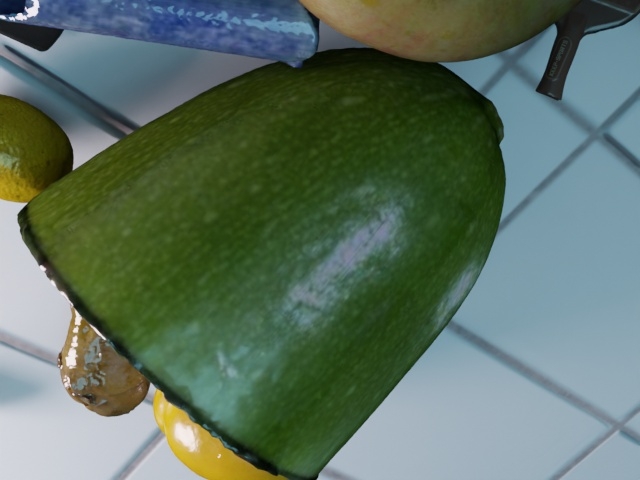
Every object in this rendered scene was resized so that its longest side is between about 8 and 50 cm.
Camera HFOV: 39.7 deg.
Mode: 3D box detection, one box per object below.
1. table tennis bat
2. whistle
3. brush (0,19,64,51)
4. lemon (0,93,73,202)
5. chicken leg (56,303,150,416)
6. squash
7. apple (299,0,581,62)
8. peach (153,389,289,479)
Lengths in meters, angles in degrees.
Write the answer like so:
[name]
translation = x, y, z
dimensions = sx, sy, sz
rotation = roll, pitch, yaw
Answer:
[table tennis bat]
translation = 0.218, -0.204, 0.774
dimensions = 0.107, 0.119, 0.170
rotation = 19, 96, 3
[whistle]
translation = -0.150, -0.171, 0.607
dimensions = 0.304, 0.062, 0.062
rotation = 8, 123, -4
[brush]
translation = -0.274, -0.202, 0.639
dimensions = 0.193, 0.016, 0.063
rotation = 23, 116, -28
[lemon]
translation = -0.248, -0.073, 0.696
dimensions = 0.110, 0.082, 0.082
rotation = 29, 113, -29
[chicken leg]
translation = -0.208, 0.084, 0.829
dimensions = 0.085, 0.069, 0.198
rotation = -9, 119, -11
[squash]
translation = -0.011, -0.030, 0.678
dimensions = 0.309, 0.310, 0.310
rotation = -47, 124, 2
[apple]
translation = 0.076, -0.250, 0.563
dimensions = 0.256, 0.234, 0.257
rotation = -6, 127, -7
[peach]
translation = -0.073, 0.167, 0.854
dimensions = 0.179, 0.179, 0.103
rotation = 8, 102, -19
